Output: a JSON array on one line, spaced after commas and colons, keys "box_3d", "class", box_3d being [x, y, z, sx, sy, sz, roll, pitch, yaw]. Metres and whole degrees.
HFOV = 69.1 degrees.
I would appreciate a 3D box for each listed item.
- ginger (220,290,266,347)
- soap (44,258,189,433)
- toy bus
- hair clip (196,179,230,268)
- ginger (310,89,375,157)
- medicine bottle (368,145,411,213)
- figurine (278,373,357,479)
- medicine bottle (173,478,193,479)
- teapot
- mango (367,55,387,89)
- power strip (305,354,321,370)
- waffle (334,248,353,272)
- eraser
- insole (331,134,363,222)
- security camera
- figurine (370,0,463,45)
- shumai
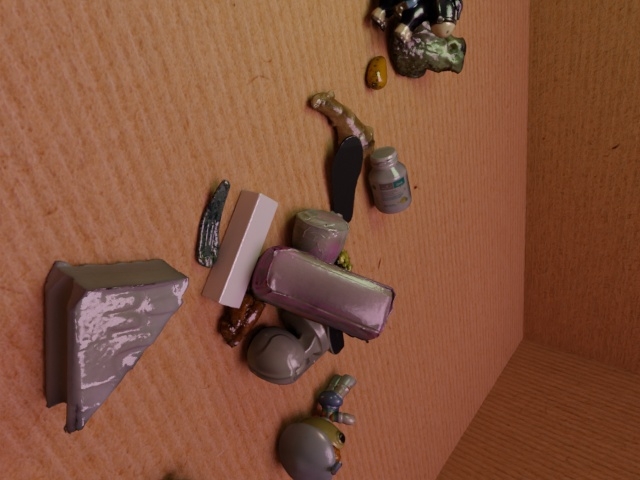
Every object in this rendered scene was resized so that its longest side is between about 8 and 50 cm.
[{"box_3d": [-0.218, 0.211, 1.266, 0.103, 0.073, 0.162, 44, 68, -45], "class": "ginger"}, {"box_3d": [-0.417, 0.198, 0.973, 0.258, 0.159, 0.302, -5, 106, -51], "class": "soap"}, {"box_3d": [0.005, 0.130, 1.242, 0.386, 0.162, 0.171, 21, 70, -8], "class": "toy bus"}, {"box_3d": [-0.267, -0.043, 1.165, 0.066, 0.036, 0.229, 6, 102, -45], "class": "hair clip"}, {"box_3d": [0.067, -0.352, 1.440, 0.294, 0.086, 0.131, 34, 94, -40], "class": "ginger"}, {"box_3d": [0.239, -0.213, 1.629, 0.135, 0.135, 0.215, -44, 131, -33], "class": "medicine bottle"}, {"box_3d": [-0.010, 0.626, 1.596, 0.205, 0.225, 0.381, 48, 37, -21], "class": "figurine"}, {"box_3d": [-0.334, 0.765, 1.164, 0.238, 0.238, 0.231, -47, 131, -30], "class": "medicine bottle"}, {"box_3d": [-0.014, -0.003, 1.416, 0.163, 0.221, 0.178, 13, 108, -11], "class": "teapot"}, {"box_3d": [0.191, -0.554, 1.536, 0.079, 0.057, 0.114, 19, 83, -43], "class": "mango"}, {"box_3d": [-0.035, 0.366, 1.544, 0.272, 0.052, 0.078, -36, 126, -39], "class": "power strip"}, {"box_3d": [0.065, 0.164, 1.480, 0.059, 0.237, 0.243, -2, 119, -14], "class": "waffle"}, {"box_3d": [-0.209, 0.021, 1.219, 0.076, 0.078, 0.298, 29, 78, -49], "class": "eraser"}, {"box_3d": [0.082, -0.184, 1.490, 0.110, 0.012, 0.309, -13, 124, -22], "class": "insole"}, {"box_3d": [-0.084, 0.301, 1.363, 0.277, 0.191, 0.197, -40, 139, -32], "class": "security camera"}, {"box_3d": [0.319, -0.809, 1.420, 0.241, 0.306, 0.411, -5, 106, -59], "class": "figurine"}, {"box_3d": [0.378, -0.682, 1.609, 0.272, 0.204, 0.222, 2, 98, -46], "class": "shumai"}]
